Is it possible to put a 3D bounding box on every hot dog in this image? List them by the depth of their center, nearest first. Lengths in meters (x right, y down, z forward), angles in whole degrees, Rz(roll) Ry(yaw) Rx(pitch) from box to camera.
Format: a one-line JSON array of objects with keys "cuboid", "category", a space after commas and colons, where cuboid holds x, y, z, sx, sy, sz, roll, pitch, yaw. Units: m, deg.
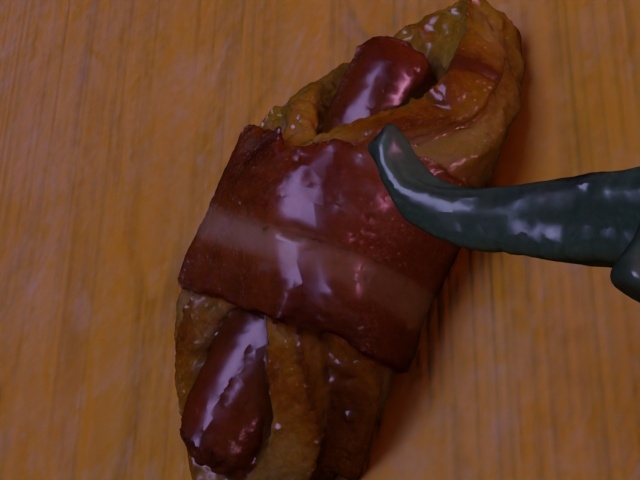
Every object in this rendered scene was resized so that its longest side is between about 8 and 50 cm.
[{"cuboid": [-0.001, -0.002, 0.611, 0.123, 0.093, 0.262, 12, 75, 48], "category": "hot dog"}]

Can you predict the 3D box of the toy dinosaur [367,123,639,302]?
[{"cuboid": [0.132, 0.013, 0.344, 0.292, 0.079, 0.120, -7, 52, 36], "category": "toy dinosaur"}]
